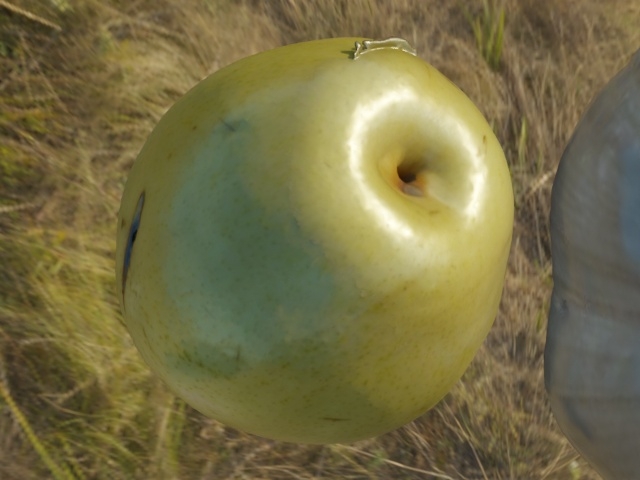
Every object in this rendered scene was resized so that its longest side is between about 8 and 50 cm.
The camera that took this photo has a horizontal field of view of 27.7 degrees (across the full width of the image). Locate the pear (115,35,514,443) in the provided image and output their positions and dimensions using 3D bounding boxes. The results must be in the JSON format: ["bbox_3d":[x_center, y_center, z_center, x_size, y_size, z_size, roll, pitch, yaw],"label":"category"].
[{"bbox_3d":[0.000,0.000,0.982,0.309,0.309,0.309,-2,78,8],"label":"pear"}]

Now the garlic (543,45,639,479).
[{"bbox_3d":[0.234,0.014,0.498,0.322,0.241,0.322,0,88,-1],"label":"garlic"}]
